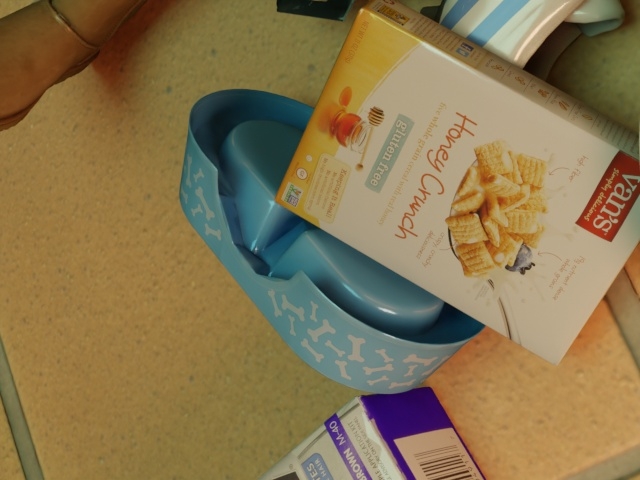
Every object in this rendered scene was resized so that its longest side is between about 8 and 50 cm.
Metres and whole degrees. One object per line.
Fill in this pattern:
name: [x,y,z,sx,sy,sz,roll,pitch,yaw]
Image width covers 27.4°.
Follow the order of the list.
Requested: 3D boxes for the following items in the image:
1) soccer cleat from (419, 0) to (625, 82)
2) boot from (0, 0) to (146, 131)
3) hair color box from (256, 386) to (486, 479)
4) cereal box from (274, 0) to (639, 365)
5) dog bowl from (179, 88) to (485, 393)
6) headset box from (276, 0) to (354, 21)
soccer cleat: [0.160,-0.222,0.935,0.143,0.116,0.331,15,102,26]
boot: [-0.199,-0.228,1.149,0.089,0.236,0.269,47,125,-9]
hair color box: [-0.007,0.285,1.043,0.339,0.110,0.185,-45,63,30]
cereal box: [0.105,-0.040,0.917,0.240,0.047,0.173,30,123,8]
dog bowl: [0.000,0.000,1.018,0.297,0.166,0.074,48,128,29]
headset box: [0.024,-0.320,1.035,0.218,0.110,0.293,17,99,38]
